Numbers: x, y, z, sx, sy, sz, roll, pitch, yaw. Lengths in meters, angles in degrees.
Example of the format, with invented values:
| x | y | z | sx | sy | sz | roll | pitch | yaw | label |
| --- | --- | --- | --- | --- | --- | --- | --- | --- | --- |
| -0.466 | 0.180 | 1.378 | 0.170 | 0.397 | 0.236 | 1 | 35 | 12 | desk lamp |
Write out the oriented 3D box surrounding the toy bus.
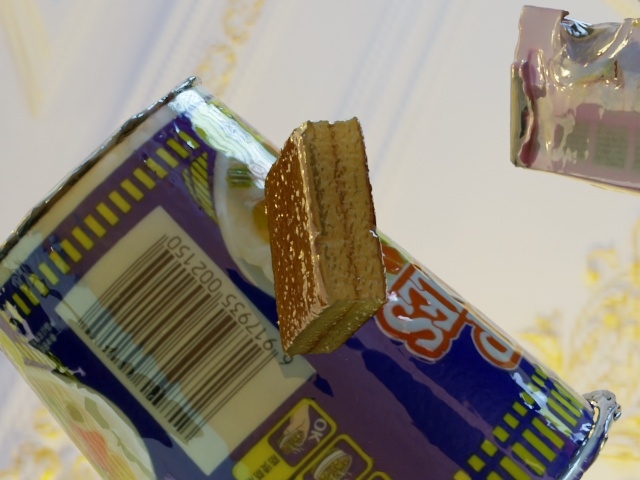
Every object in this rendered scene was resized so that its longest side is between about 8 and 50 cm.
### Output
| x | y | z | sx | sy | sz | roll | pitch | yaw | label |
| --- | --- | --- | --- | --- | --- | --- | --- | --- | --- |
| 0.214 | -0.074 | 1.046 | 0.090 | 0.274 | 0.112 | 10 | -86 | -34 | toy bus |

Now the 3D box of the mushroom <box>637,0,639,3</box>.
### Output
| x | y | z | sx | sy | sz | roll | pitch | yaw | label |
| --- | --- | --- | --- | --- | --- | --- | --- | --- | --- |
| 0.393 | -0.283 | 1.553 | 0.239 | 0.345 | 0.345 | 47 | -119 | -55 | mushroom |

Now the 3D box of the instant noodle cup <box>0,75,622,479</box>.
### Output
| x | y | z | sx | sy | sz | roll | pitch | yaw | label |
| --- | --- | --- | --- | --- | --- | --- | --- | --- | --- |
| -0.034 | 0.082 | 1.079 | 0.312 | 0.284 | 0.284 | 45 | -117 | 0 | instant noodle cup |

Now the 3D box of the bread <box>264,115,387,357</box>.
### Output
| x | y | z | sx | sy | sz | roll | pitch | yaw | label |
| --- | --- | --- | --- | --- | --- | --- | --- | --- | --- |
| 0.000 | 0.000 | 0.890 | 0.035 | 0.090 | 0.094 | -2 | -107 | -16 | bread |
